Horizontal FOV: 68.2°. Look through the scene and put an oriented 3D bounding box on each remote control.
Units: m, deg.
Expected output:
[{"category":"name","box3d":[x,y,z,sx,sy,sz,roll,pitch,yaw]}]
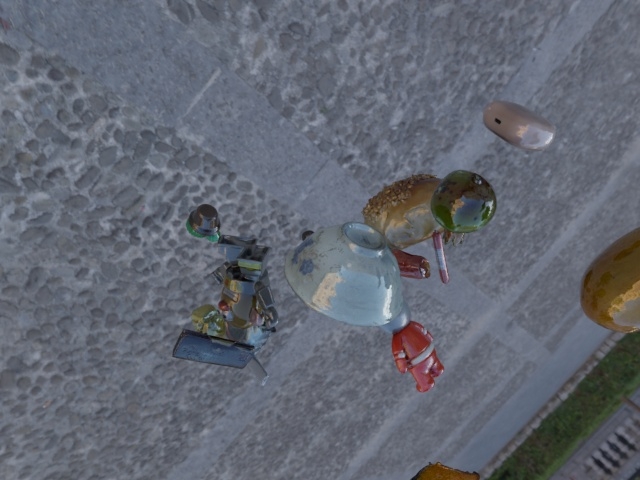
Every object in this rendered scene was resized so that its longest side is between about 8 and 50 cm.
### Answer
[{"category":"remote control","box3d":[-0.238,0.418,1.624,0.027,0.184,0.050,6,118,-45]}]

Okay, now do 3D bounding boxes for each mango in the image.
[{"category":"mango","box3d":[0.735,0.070,1.072,0.317,0.173,0.211,-54,178,22]}]

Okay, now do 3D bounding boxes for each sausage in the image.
[{"category":"sausage","box3d":[0.412,0.060,1.612,0.034,0.034,0.253,-32,128,-16]}]

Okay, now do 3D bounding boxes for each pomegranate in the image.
[{"category":"pomegranate","box3d":[0.342,-0.076,1.151,0.159,0.159,0.205,-20,136,-27]}]

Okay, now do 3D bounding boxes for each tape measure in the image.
[{"category":"tape measure","box3d":[-0.330,0.384,2.165,0.147,0.275,0.256,-1,135,-44]}]

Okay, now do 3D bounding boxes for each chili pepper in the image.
[{"category":"chili pepper","box3d":[0.235,0.070,1.431,0.084,0.192,0.086,-65,150,-29]}]

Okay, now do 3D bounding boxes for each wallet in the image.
[{"category":"wallet","box3d":[-0.321,0.337,1.428,0.232,0.031,0.122,19,126,-22]}]

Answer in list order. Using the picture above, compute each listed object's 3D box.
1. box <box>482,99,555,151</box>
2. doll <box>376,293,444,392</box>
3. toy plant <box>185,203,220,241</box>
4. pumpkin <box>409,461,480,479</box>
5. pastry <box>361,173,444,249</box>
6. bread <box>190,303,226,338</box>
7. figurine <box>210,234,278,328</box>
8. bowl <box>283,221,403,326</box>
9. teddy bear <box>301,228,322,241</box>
[{"category":"box","box3d":[0.521,-0.304,1.249,0.146,0.200,0.088,2,126,-24]},{"category":"doll","box3d":[0.213,0.241,1.286,0.105,0.336,0.200,-35,176,38]},{"category":"toy plant","box3d":[-0.429,-0.056,1.751,0.105,0.143,0.200,-58,-177,-33]},{"category":"pumpkin","box3d":[0.328,0.757,1.202,0.256,0.303,0.225,-10,106,5]},{"category":"pastry","box3d":[0.339,-0.112,1.777,0.410,0.245,0.409,-25,179,0]},{"category":"bread","box3d":[-0.377,0.302,1.645,0.103,0.110,0.156,-32,101,-37]},{"category":"figurine","box3d":[-0.240,0.145,1.482,0.167,0.342,0.284,-3,117,-20]},{"category":"bowl","box3d":[0.079,0.044,1.124,0.313,0.313,0.146,-8,132,-37]},{"category":"teddy bear","box3d":[0.004,0.007,1.822,0.160,0.078,0.119,8,132,-30]}]
